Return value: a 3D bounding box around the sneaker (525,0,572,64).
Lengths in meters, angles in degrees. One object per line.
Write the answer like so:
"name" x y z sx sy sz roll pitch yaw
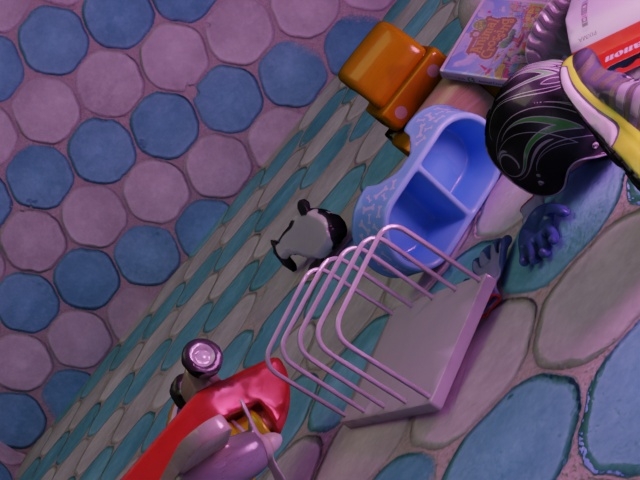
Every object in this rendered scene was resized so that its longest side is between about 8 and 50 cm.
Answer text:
"sneaker" 0.436 -0.374 1.847 0.281 0.105 0.115 -52 -14 8

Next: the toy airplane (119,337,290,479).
"toy airplane" -0.177 0.355 1.590 0.384 0.272 0.386 -56 -7 10

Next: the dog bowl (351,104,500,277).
"dog bowl" 0.173 -0.077 1.789 0.297 0.166 0.074 -56 24 -15

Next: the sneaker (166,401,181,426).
"sneaker" -0.224 0.373 2.153 0.131 0.112 0.296 -22 30 32

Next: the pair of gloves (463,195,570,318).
"pair of gloves" 0.258 0.015 1.540 0.198 0.023 0.159 -47 16 27

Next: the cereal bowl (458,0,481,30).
"cereal bowl" 0.373 -0.531 2.230 0.339 0.141 0.339 -52 6 8

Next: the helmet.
"helmet" 0.309 -0.156 1.515 0.161 0.169 0.169 -57 7 44

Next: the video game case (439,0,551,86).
"video game case" 0.331 -0.344 1.969 0.193 0.023 0.212 14 60 32

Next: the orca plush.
"orca plush" 0.000 0.000 2.419 0.287 0.102 0.151 -51 53 57

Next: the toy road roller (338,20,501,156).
"toy road roller" 0.169 -0.273 2.117 0.202 0.240 0.329 -52 13 3

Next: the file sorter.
"file sorter" 0.066 0.116 1.559 0.193 0.173 0.277 -62 13 -23

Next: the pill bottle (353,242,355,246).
"pill bottle" 0.116 -0.019 2.028 0.116 0.065 0.065 -53 13 -2

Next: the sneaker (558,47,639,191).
"sneaker" 0.371 -0.140 1.313 0.121 0.111 0.300 -37 39 11

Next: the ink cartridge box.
"ink cartridge box" 0.435 -0.322 1.647 0.189 0.066 0.232 -24 24 36
